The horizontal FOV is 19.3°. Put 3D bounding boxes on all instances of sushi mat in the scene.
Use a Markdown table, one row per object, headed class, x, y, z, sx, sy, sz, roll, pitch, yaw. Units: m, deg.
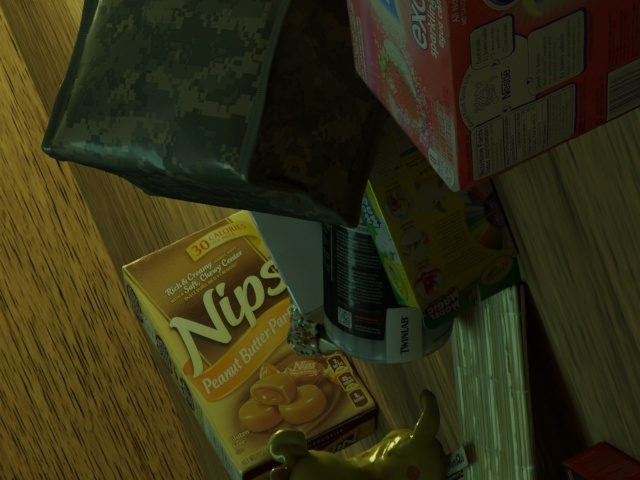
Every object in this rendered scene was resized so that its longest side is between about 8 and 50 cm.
| class | x | y | z | sx | sy | sz | roll | pitch | yaw |
| --- | --- | --- | --- | --- | --- | --- | --- | --- | --- |
| sushi mat | 0.152 | 0.182 | 1.641 | 0.151 | 0.019 | 0.316 | -169 | 73 | -73 |

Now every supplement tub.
| class | x | y | z | sx | sy | sz | roll | pitch | yaw |
| --- | --- | --- | --- | --- | --- | --- | --- | --- | --- |
| supplement tub | 0.059 | 0.001 | 1.623 | 0.117 | 0.117 | 0.190 | 46 | 145 | 51 |

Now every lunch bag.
| class | x | y | z | sx | sy | sz | roll | pitch | yaw |
| --- | --- | --- | --- | --- | --- | --- | --- | --- | --- |
| lunch bag | -0.061 | -0.173 | 1.468 | 0.235 | 0.287 | 0.169 | 9 | 172 | 40 |

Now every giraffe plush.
| class | x | y | z | sx | sy | sz | roll | pitch | yaw |
| --- | --- | --- | --- | --- | --- | --- | --- | --- | --- |
| giraffe plush | 0.031 | 0.244 | 1.747 | 0.210 | 0.171 | 0.181 | 104 | 156 | -55 |

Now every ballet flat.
| class | x | y | z | sx | sy | sz | roll | pitch | yaw |
| --- | --- | --- | --- | --- | --- | --- | --- | --- | --- |
| ballet flat | 0.008 | 0.079 | 2.058 | 0.077 | 0.091 | 0.241 | 35 | 159 | 18 |

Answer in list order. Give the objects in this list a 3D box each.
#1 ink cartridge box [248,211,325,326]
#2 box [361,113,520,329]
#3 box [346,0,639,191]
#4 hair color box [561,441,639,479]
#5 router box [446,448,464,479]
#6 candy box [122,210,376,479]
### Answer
| class | x | y | z | sx | sy | sz | roll | pitch | yaw |
| --- | --- | --- | --- | --- | --- | --- | --- | --- | --- |
| ink cartridge box | 0.000 | 0.000 | 1.822 | 0.148 | 0.086 | 0.203 | 63 | -175 | 10 |
| box | 0.090 | -0.026 | 1.527 | 0.043 | 0.105 | 0.179 | 8 | 123 | 65 |
| box | 0.100 | -0.195 | 1.109 | 0.142 | 0.154 | 0.300 | 53 | 163 | 38 |
| hair color box | 0.252 | 0.219 | 1.501 | 0.141 | 0.043 | 0.072 | 27 | 139 | 66 |
| router box | 0.216 | 0.373 | 1.813 | 0.243 | 0.081 | 0.308 | 30 | 143 | 65 |
| candy box | -0.088 | 0.132 | 2.271 | 0.316 | 0.183 | 0.087 | 57 | 163 | 25 |
